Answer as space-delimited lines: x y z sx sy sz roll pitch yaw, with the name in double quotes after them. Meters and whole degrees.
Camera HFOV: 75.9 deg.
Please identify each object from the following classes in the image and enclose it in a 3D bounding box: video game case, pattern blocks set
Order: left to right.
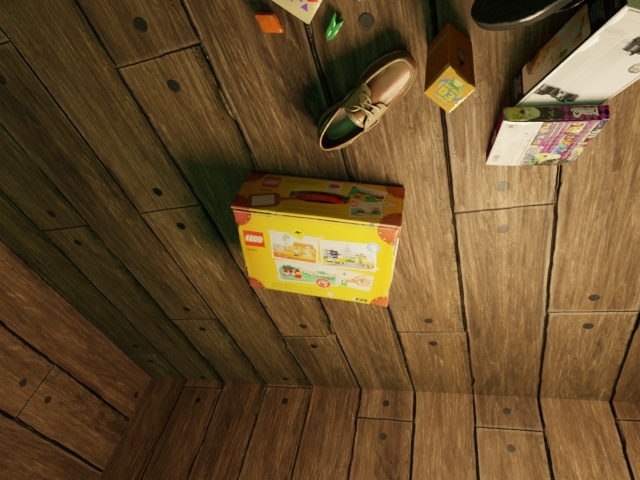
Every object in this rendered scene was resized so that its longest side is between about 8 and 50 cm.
-0.068 -0.584 0.889 0.324 0.026 0.285 32 139 -24 "pattern blocks set"
0.525 -0.244 0.983 0.210 0.042 0.232 3 167 14 "video game case"

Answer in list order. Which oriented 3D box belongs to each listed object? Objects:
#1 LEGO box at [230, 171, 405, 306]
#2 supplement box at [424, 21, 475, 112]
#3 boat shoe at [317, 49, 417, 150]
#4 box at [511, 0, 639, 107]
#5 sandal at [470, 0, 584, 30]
0.000 0.000 1.347 0.500 0.193 0.373 8 135 9 "LEGO box"
0.273 -0.372 0.870 0.078 0.233 0.080 33 133 -16 "supplement box"
0.111 -0.334 1.039 0.123 0.116 0.324 35 133 -19 "boat shoe"
0.541 -0.360 0.810 0.169 0.087 0.290 9 163 -10 "box"
0.500 -0.510 0.733 0.445 0.168 0.107 -24 147 33 "sandal"
